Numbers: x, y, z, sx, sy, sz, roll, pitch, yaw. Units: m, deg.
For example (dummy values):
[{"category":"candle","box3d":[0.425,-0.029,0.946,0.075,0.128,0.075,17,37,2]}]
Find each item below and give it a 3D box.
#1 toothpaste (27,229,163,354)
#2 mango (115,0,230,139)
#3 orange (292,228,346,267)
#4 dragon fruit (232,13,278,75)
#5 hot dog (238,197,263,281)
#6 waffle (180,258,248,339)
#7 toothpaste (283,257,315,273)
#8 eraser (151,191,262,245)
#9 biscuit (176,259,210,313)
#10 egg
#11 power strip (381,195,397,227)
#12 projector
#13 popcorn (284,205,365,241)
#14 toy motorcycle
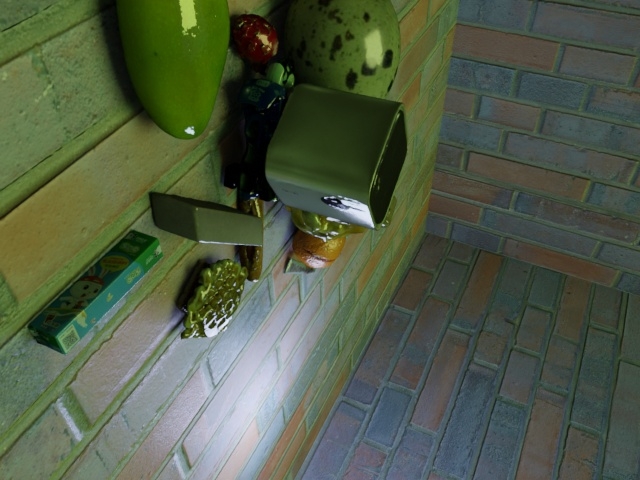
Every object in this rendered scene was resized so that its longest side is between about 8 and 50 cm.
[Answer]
[{"category":"toothpaste","box3d":[-0.392,0.084,1.040,0.266,0.065,0.050,-54,151,-41]},{"category":"mango","box3d":[-0.236,-0.321,0.968,0.192,0.156,0.343,-43,150,-39]},{"category":"orange","box3d":[0.000,0.000,1.871,0.193,0.161,0.193,-60,-179,2]},{"category":"dragon fruit","box3d":[-0.132,-0.421,1.271,0.190,0.094,0.094,60,51,-72]},{"category":"hot dog","box3d":[-0.181,-0.023,1.526,0.083,0.068,0.288,-85,178,-62]},{"category":"waffle","box3d":[-0.249,0.143,1.421,0.223,0.054,0.203,11,96,-70]},{"category":"toothpaste","box3d":[-0.071,0.092,1.982,0.205,0.036,0.056,15,94,-67]},{"category":"eraser","box3d":[-0.237,-0.040,1.281,0.352,0.111,0.077,7,102,-71]},{"category":"biscuit","box3d":[-0.280,0.148,1.462,0.131,0.026,0.237,-64,158,-18]},{"category":"egg","box3d":[0.052,-0.460,1.427,0.287,0.288,0.379,-49,148,-48]},{"category":"power strip","box3d":[0.012,-0.139,1.507,0.066,0.388,0.092,138,-29,-75]},{"category":"projector","box3d":[0.045,-0.189,1.324,0.248,0.249,0.248,58,50,-68]},{"category":"popcorn","box3d":[0.031,-0.141,1.686,0.279,0.336,0.274,88,-15,-69]},{"category":"toy motorcycle","box3d":[-0.129,-0.248,1.330,0.196,0.125,0.331,-38,146,-63]}]
